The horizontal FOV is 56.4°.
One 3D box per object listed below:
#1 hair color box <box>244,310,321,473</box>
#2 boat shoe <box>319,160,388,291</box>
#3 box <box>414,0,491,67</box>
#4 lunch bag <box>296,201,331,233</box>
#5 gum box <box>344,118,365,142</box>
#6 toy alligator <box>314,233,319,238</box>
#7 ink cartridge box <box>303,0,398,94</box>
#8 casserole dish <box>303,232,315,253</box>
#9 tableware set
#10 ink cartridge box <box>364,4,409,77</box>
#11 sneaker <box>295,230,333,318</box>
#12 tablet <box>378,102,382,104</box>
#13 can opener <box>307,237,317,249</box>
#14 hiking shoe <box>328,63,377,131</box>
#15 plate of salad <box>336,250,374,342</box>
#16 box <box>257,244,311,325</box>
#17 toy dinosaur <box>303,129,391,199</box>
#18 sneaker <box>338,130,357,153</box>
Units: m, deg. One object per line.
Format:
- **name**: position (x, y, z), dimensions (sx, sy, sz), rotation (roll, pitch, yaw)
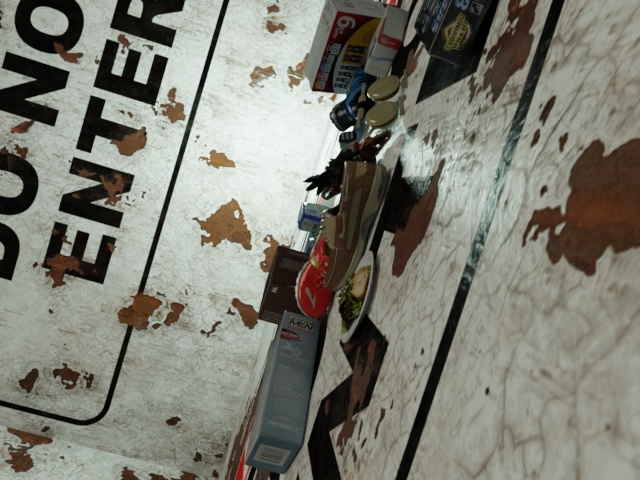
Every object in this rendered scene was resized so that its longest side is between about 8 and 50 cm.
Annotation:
- **hair color box**: position (-0.096, 0.396, 1.588), dimensions (0.374, 0.114, 0.185), rotation (-81, 10, -45)
- **boat shoe**: position (0.055, -0.037, 1.402), dimensions (0.123, 0.117, 0.324), rotation (-98, 26, -75)
- **box**: position (0.258, -0.479, 1.034), dimensions (0.293, 0.074, 0.295), rotation (-87, 16, -62)
- **lunch bag**: position (-0.006, -0.070, 1.946), dimensions (0.151, 0.129, 0.096), rotation (-156, 78, -82)
- **gum box**: position (0.118, -0.386, 2.103), dimensions (0.157, 0.041, 0.184), rotation (114, 169, -50)
- **toy alligator**: position (0.000, 0.000, 2.054), dimensions (0.056, 0.051, 0.189), rotation (116, 169, -57)
- **ink cartridge box**: position (0.120, -0.669, 2.073), dimensions (0.309, 0.272, 0.130), rotation (112, 149, -44)
- **casserole dish**: position (-0.027, -0.019, 2.403), dimensions (0.114, 0.037, 0.188), rotation (133, 153, -75)
- **tableware set**: position (0.158, -0.339, 1.484), dimensions (0.039, 0.128, 0.194), rotation (55, -147, -40)
- **ink cartridge box**: position (0.200, -0.605, 1.828), dimensions (0.175, 0.073, 0.127), rotation (120, 165, -61)
- **sneaker**: position (0.009, 0.072, 1.589), dimensions (0.118, 0.107, 0.278), rotation (167, 119, -77)
- **tablet**: position (0.186, -0.425, 1.787), dimensions (0.083, 0.006, 0.054), rotation (129, 157, -72)
- **can opener**: position (0.012, 0.009, 1.794), dimensions (0.280, 0.093, 0.074), rotation (115, 173, -86)
- **hiking shoe**: position (0.145, -0.480, 1.971), dimensions (0.132, 0.113, 0.304), rotation (-11, 45, 44)
- **plate of salad**: position (0.066, 0.113, 1.238), dimensions (0.200, 0.048, 0.199), rotation (-164, 90, -83)
- **box**: position (-0.091, 0.152, 1.916), dimensions (0.203, 0.169, 0.167), rotation (-82, 12, -57)
- **toy dinosaur**: position (0.074, -0.190, 1.549), dimensions (0.218, 0.165, 0.321), rotation (-59, -10, -36)
- **sneaker**: position (0.097, -0.247, 1.894), dimensions (0.098, 0.083, 0.223), rotation (71, -160, -47)
